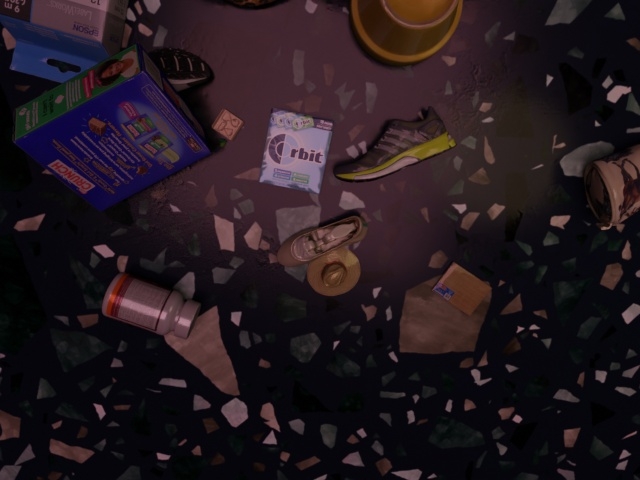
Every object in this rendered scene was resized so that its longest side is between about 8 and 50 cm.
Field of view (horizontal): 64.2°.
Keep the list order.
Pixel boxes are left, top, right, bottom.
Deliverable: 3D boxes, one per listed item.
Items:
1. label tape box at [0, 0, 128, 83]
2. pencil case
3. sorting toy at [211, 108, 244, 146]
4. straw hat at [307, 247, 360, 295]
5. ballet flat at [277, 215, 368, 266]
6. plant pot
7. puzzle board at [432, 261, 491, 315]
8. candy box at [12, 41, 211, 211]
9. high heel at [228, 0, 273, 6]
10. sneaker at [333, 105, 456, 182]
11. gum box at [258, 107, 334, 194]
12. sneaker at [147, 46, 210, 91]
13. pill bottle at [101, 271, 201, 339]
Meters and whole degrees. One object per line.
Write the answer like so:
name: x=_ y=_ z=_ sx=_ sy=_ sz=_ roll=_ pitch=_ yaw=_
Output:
label tape box: x=-0.584 y=-0.535 z=1.155 sx=0.249 sy=0.115 sz=0.347 roll=15 pitch=101 yaw=-3
pencil case: x=0.837 y=-0.164 z=1.209 sx=0.411 sy=0.160 sz=0.183 roll=-19 pitch=88 yaw=4
sorting toy: x=-0.236 y=-0.275 z=1.263 sx=0.062 sy=0.012 sz=0.083 roll=33 pitch=98 yaw=-12
straw hat: x=0.035 y=0.090 z=1.322 sx=0.145 sy=0.061 sz=0.144 roll=0 pitch=103 yaw=1
ballet flat: x=0.000 y=0.000 z=1.290 sx=0.249 sy=0.086 sz=0.086 roll=-23 pitch=102 yaw=5
plant pot: x=0.190 y=-0.517 z=1.091 sx=0.254 sy=0.239 sz=0.253 roll=0 pitch=103 yaw=1
puzzle board: x=0.375 y=0.128 z=1.355 sx=0.128 sy=0.011 sz=0.096 roll=34 pitch=102 yaw=-6
candy box: x=-0.459 y=-0.242 z=1.151 sx=0.317 sy=0.122 sz=0.268 roll=-26 pitch=144 yaw=5
high heel: x=-0.194 y=-0.576 z=1.104 sx=0.261 sy=0.186 sz=0.093 roll=10 pitch=103 yaw=-2
sneaker: x=0.168 y=-0.225 z=1.238 sx=0.300 sy=0.111 sz=0.121 roll=-22 pitch=92 yaw=0
gum box: x=-0.059 y=-0.220 z=1.261 sx=0.157 sy=0.041 sz=0.184 roll=12 pitch=102 yaw=-2
sneaker: x=-0.396 y=-0.377 z=1.208 sx=0.272 sy=0.108 sz=0.100 roll=-13 pitch=65 yaw=-10
pill bottle: x=-0.431 y=0.172 z=1.313 sx=0.221 sy=0.121 sz=0.121 roll=20 pitch=102 yaw=-5
